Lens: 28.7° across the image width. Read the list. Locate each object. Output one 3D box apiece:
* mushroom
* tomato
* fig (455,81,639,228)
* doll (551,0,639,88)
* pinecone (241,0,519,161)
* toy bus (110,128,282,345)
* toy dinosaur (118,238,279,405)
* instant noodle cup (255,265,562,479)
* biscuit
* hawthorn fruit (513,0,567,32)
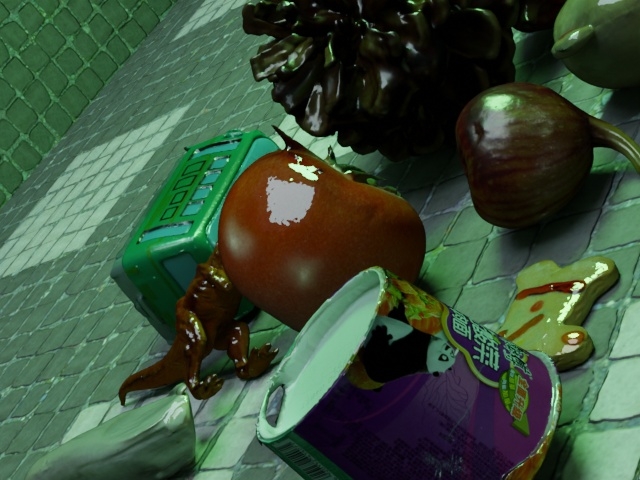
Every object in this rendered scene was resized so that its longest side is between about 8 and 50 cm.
[{"bbox_3d":[-0.286,0.290,1.643,0.351,0.109,0.097,-29,53,28],"label":"mushroom"},{"bbox_3d":[0.000,0.000,1.546,0.225,0.255,0.256,-59,23,1],"label":"tomato"},{"bbox_3d":[0.267,-0.111,1.475,0.207,0.175,0.175,-20,27,10],"label":"fig"},{"bbox_3d":[0.442,-0.295,1.521,0.329,0.174,0.235,-26,-4,26],"label":"doll"},{"bbox_3d":[0.072,-0.310,1.777,0.397,0.398,0.398,-33,24,17],"label":"pinecone"},{"bbox_3d":[-0.156,-0.021,1.915,0.199,0.183,0.344,-20,31,33],"label":"toy bus"},{"bbox_3d":[-0.163,0.139,1.713,0.432,0.097,0.208,-53,43,21],"label":"toy dinosaur"},{"bbox_3d":[0.069,0.155,1.154,0.251,0.190,0.251,-50,14,17],"label":"instant noodle cup"},{"bbox_3d":[0.222,0.102,1.301,0.153,0.030,0.234,-12,35,52],"label":"biscuit"},{"bbox_3d":[0.331,-0.433,1.834,0.265,0.265,0.307,-9,57,52],"label":"hawthorn fruit"}]
